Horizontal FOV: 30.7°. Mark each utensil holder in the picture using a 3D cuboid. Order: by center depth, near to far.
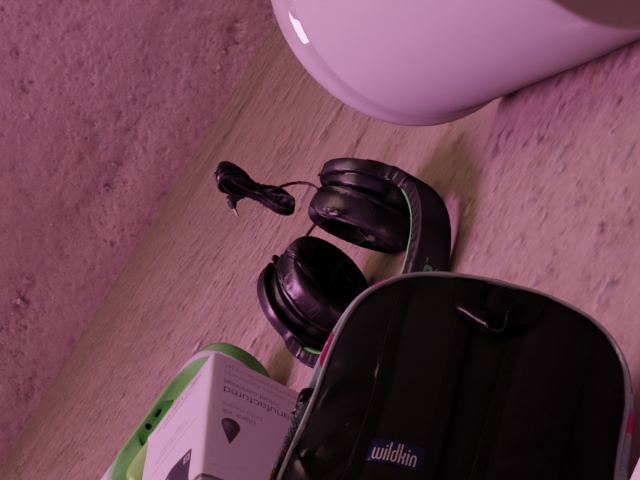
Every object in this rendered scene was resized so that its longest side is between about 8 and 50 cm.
[{"bbox_3d":[0.165,-0.301,1.129,0.328,0.327,0.385,-65,19,-14],"label":"utensil holder"}]

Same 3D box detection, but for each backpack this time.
[{"bbox_3d":[0.090,0.153,0.772,0.191,0.225,0.254,87,-162,-57],"label":"backpack"}]

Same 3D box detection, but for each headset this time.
[{"bbox_3d":[0.000,0.000,1.369,0.243,0.185,0.394,-59,28,7],"label":"headset"}]

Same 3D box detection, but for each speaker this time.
[{"bbox_3d":[-0.176,0.268,1.466,0.131,0.131,0.296,-42,11,49],"label":"speaker"}]

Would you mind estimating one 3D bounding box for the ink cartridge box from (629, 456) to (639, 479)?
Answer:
[{"bbox_3d":[0.290,0.041,0.543,0.353,0.119,0.207,-64,16,-6],"label":"ink cartridge box"}]

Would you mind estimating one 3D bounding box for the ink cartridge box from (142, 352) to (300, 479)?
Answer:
[{"bbox_3d":[-0.033,0.266,0.963,0.129,0.223,0.307,-53,18,24],"label":"ink cartridge box"}]
